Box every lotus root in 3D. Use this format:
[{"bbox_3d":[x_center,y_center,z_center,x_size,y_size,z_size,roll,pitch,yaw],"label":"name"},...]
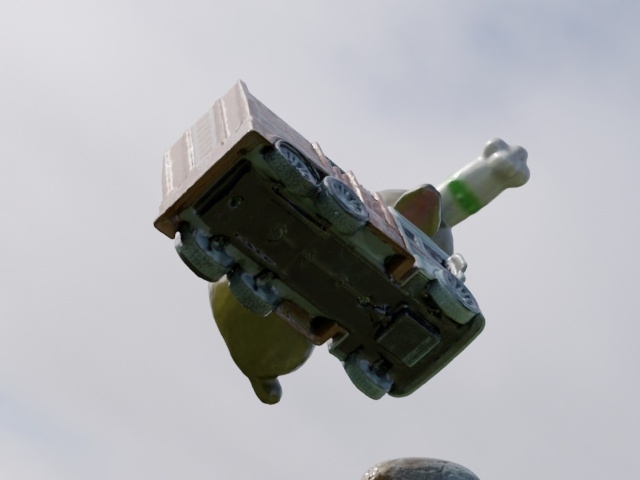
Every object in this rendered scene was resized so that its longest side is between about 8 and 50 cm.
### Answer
[{"bbox_3d":[0.131,0.310,1.888,0.192,0.113,0.088,4,6,-14],"label":"lotus root"}]

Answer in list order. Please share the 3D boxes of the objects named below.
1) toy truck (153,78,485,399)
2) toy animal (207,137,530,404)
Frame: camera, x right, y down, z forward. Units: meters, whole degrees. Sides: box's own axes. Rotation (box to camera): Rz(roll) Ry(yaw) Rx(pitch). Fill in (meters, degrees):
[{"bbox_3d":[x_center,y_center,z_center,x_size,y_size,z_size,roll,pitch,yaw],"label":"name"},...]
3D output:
[{"bbox_3d":[0.000,0.000,1.447,0.136,0.162,0.305,-43,-61,18],"label":"toy truck"},{"bbox_3d":[0.056,0.035,1.672,0.363,0.181,0.180,-19,-84,27],"label":"toy animal"}]
